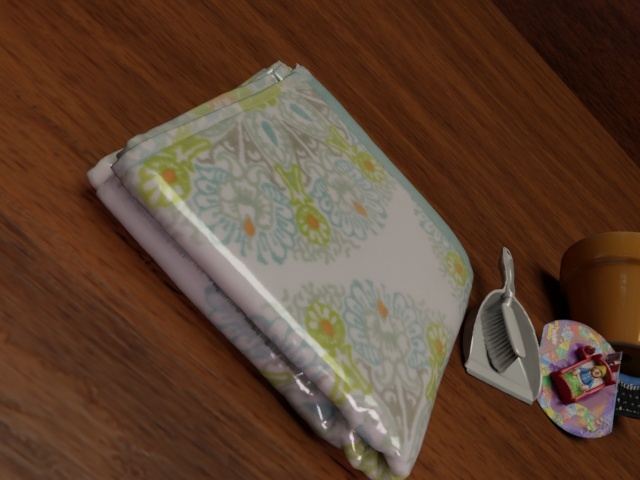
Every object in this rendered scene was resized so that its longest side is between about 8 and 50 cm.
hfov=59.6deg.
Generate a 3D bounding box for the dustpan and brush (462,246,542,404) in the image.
[{"bbox_3d":[0.256,0.101,0.777,0.147,0.060,0.211,30,42,-26],"label":"dustpan and brush"}]

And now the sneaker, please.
[{"bbox_3d":[0.437,0.232,0.869,0.210,0.082,0.069,18,82,-16],"label":"sneaker"}]

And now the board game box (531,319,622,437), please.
[{"bbox_3d":[0.374,0.189,0.793,0.133,0.033,0.168,28,61,-4],"label":"board game box"}]

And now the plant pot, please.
[{"bbox_3d":[0.502,0.120,0.929,0.205,0.205,0.187,36,55,-19],"label":"plant pot"}]

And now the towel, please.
[{"bbox_3d":[0.000,0.000,0.578,0.374,0.090,0.320,47,40,-5],"label":"towel"}]
